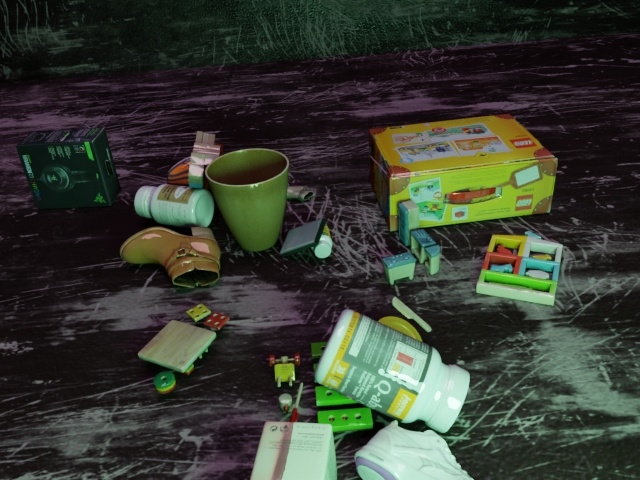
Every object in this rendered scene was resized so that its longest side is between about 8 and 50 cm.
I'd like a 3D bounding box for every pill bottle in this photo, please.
[{"bbox_3d":[0.000,0.000,1.810,0.065,0.065,0.116,-7,33,-4],"label":"pill bottle"},{"bbox_3d":[0.140,0.261,1.236,0.278,0.162,0.162,24,38,5],"label":"pill bottle"},{"bbox_3d":[-0.467,-0.112,1.985,0.229,0.131,0.131,9,35,20],"label":"pill bottle"}]

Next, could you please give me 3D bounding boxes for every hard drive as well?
[{"bbox_3d":[-0.049,-0.008,1.791,0.135,0.022,0.094,-19,38,38],"label":"hard drive"}]

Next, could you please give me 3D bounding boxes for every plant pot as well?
[{"bbox_3d":[-0.199,-0.104,1.823,0.236,0.255,0.237,-3,32,2],"label":"plant pot"}]

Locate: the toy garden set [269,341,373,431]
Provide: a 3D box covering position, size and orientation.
[{"bbox_3d":[-0.005,0.319,1.332,0.203,0.049,0.244,-4,33,-2],"label":"toy garden set"}]

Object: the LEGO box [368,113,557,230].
[{"bbox_3d":[0.428,-0.228,1.989,0.499,0.193,0.373,-7,32,-3],"label":"LEGO box"}]

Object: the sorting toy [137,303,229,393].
[{"bbox_3d":[-0.329,0.253,1.475,0.132,0.046,0.274,11,36,24],"label":"sorting toy"}]

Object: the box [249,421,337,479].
[{"bbox_3d":[-0.050,0.443,1.047,0.126,0.149,0.232,1,32,9],"label":"box"}]

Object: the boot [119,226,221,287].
[{"bbox_3d":[-0.420,0.062,1.755,0.283,0.109,0.220,-5,36,-13],"label":"boot"}]

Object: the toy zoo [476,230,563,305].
[{"bbox_3d":[0.541,0.061,1.675,0.192,0.030,0.293,9,35,20],"label":"toy zoo"}]

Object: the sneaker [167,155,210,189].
[{"bbox_3d":[-0.362,-0.211,2.133,0.320,0.125,0.180,-11,32,-9],"label":"sneaker"}]

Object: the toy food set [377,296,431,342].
[{"bbox_3d":[0.160,0.247,1.409,0.128,0.071,0.218,35,47,2],"label":"toy food set"}]

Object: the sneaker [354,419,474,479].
[{"bbox_3d":[0.214,0.409,1.095,0.305,0.114,0.152,20,41,33],"label":"sneaker"}]

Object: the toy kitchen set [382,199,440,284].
[{"bbox_3d":[0.222,0.002,1.724,0.166,0.122,0.207,-13,33,-13],"label":"toy kitchen set"}]

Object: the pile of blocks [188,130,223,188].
[{"bbox_3d":[-0.351,-0.234,1.978,0.112,0.149,0.362,6,23,-9],"label":"pile of blocks"}]

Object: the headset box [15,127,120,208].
[{"bbox_3d":[-0.846,-0.246,2.142,0.282,0.247,0.131,-2,32,3],"label":"headset box"}]

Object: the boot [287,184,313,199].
[{"bbox_3d":[-0.085,-0.154,2.086,0.087,0.042,0.118,26,44,35],"label":"boot"}]
